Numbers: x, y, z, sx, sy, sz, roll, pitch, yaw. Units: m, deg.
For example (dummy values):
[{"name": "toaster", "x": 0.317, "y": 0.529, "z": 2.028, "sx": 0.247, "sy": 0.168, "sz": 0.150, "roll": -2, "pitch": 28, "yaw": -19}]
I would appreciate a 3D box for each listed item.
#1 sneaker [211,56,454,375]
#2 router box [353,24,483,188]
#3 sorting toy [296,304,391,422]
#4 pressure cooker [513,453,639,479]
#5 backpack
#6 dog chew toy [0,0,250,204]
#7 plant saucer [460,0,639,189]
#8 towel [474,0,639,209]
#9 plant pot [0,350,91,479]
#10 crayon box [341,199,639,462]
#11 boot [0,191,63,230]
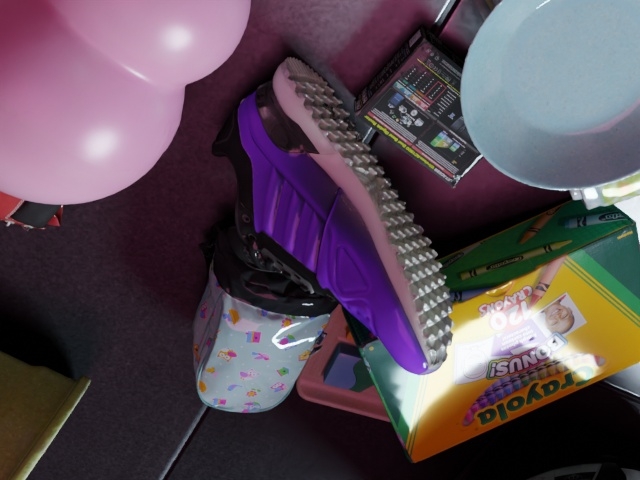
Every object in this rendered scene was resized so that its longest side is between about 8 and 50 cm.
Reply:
[{"name": "sneaker", "x": 0.000, "y": 0.000, "z": 0.719, "sx": 0.146, "sy": 0.102, "sz": 0.293, "roll": -32, "pitch": 81, "yaw": 22}, {"name": "router box", "x": 0.105, "y": -0.117, "z": 0.727, "sx": 0.122, "sy": 0.038, "sz": 0.092, "roll": 34, "pitch": 118, "yaw": -20}, {"name": "sorting toy", "x": 0.093, "y": 0.125, "z": 0.895, "sx": 0.193, "sy": 0.038, "sz": 0.208, "roll": 17, "pitch": 123, "yaw": -10}, {"name": "pressure cooker", "x": 0.323, "y": 0.452, "z": 0.909, "sx": 0.369, "sy": 0.420, "sz": 0.376, "roll": 17, "pitch": 103, "yaw": 13}, {"name": "backpack", "x": -0.069, "y": 0.085, "z": 0.824, "sx": 0.151, "sy": 0.115, "sz": 0.182, "roll": 17, "pitch": 126, "yaw": -14}, {"name": "dog chew toy", "x": -0.147, "y": -0.182, "z": 0.599, "sx": 0.332, "sy": 0.207, "sz": 0.206, "roll": -43, "pitch": 115, "yaw": 16}, {"name": "plant saucer", "x": 0.201, "y": -0.129, "z": 0.617, "sx": 0.194, "sy": 0.037, "sz": 0.195, "roll": 0, "pitch": 126, "yaw": 0}, {"name": "towel", "x": 0.313, "y": -0.216, "z": 0.632, "sx": 0.374, "sy": 0.090, "sz": 0.321, "roll": -23, "pitch": 124, "yaw": 16}, {"name": "plant pot", "x": -0.424, "y": 0.187, "z": 0.830, "sx": 0.254, "sy": 0.276, "sz": 0.276, "roll": 38, "pitch": 118, "yaw": -10}, {"name": "crayon box", "x": 0.179, "y": 0.087, "z": 0.802, "sx": 0.278, "sy": 0.081, "sz": 0.165, "roll": -24, "pitch": 120, "yaw": -1}, {"name": "boot", "x": -0.350, "y": -0.037, "z": 0.767, "sx": 0.244, "sy": 0.088, "sz": 0.176, "roll": -24, "pitch": 139, "yaw": 29}]
